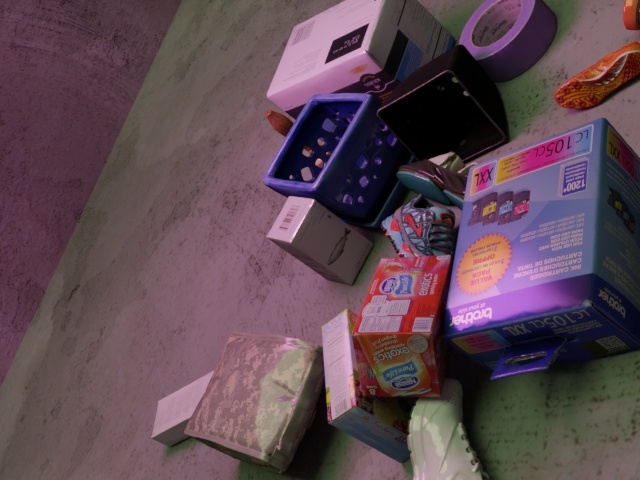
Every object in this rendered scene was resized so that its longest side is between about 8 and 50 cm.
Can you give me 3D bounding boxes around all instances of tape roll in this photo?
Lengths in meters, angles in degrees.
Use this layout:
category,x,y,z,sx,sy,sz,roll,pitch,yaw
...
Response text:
category,x,y,z,sx,sy,sz,roll,pitch,yaw
tape roll,0.382,-0.424,1.834,0.189,0.080,0.189,-34,36,30

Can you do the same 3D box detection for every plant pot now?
category,x,y,z,sx,sy,sz,roll,pitch,yaw
plant pot,0.255,-0.276,1.783,0.188,0.187,0.167,-26,30,40
plant pot,0.057,-0.158,1.895,0.236,0.212,0.236,15,73,58

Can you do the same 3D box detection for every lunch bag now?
category,x,y,z,sx,sy,sz,roll,pitch,yaw
lunch bag,-0.096,0.307,1.701,0.287,0.169,0.235,-5,56,57

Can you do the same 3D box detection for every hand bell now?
category,x,y,z,sx,sy,sz,roll,pitch,yaw
hand bell,-0.032,-0.221,2.048,0.126,0.242,0.126,-34,37,30

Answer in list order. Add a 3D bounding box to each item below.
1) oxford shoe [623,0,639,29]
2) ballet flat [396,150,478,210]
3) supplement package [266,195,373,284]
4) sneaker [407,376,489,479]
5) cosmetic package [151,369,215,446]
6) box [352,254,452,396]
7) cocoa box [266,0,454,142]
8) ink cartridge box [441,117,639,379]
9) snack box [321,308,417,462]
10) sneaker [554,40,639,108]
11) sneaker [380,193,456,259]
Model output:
category,x,y,z,sx,sy,sz,roll,pitch,yaw
oxford shoe,0.623,-0.482,1.570,0.098,0.097,0.271,15,76,37
ballet flat,0.256,-0.110,1.701,0.096,0.095,0.280,-47,35,-7
supplement package,0.000,0.000,1.850,0.105,0.179,0.105,10,69,57
sneaker,0.198,0.346,1.349,0.129,0.111,0.297,-10,55,30
cosmetic package,-0.274,0.370,1.987,0.239,0.060,0.099,-31,36,34
box,0.144,0.134,1.458,0.128,0.123,0.257,-3,26,16
cocoa box,0.091,-0.396,2.060,0.347,0.228,0.231,-14,49,48
ink cartridge box,0.346,0.041,1.374,0.270,0.151,0.396,-21,46,43
snack box,0.088,0.241,1.503,0.070,0.174,0.207,-38,35,26
sneaker,0.495,-0.287,1.582,0.175,0.064,0.067,-26,21,31
sneaker,0.200,-0.009,1.662,0.125,0.104,0.262,-46,32,10
